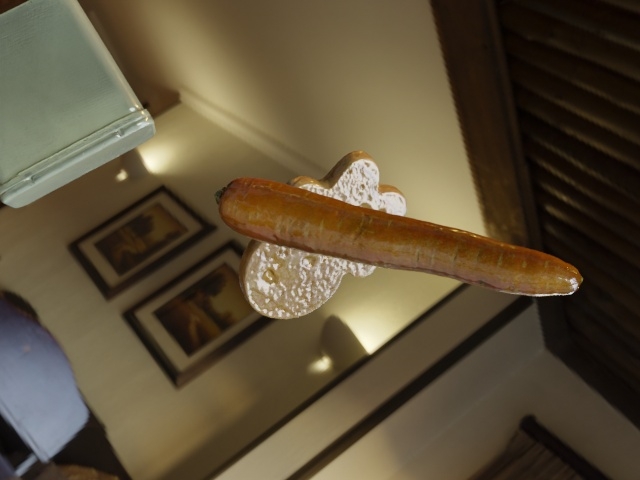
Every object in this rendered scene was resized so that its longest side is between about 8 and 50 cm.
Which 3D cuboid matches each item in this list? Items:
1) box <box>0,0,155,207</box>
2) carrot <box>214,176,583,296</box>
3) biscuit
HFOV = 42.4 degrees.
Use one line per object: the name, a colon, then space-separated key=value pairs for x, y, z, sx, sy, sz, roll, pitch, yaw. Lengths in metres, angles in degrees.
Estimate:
box: x=-0.587 y=-0.303 z=1.746 sx=0.344 sy=0.352 sz=0.177 roll=61 pitch=-9 yaw=-4
carrot: x=0.044 y=-0.001 z=0.539 sx=0.247 sy=0.043 sz=0.043 roll=13 pitch=-32 yaw=16
biscuit: x=-0.001 y=-0.001 z=1.550 sx=0.275 sy=0.355 sz=0.052 roll=40 pitch=5 yaw=-37
